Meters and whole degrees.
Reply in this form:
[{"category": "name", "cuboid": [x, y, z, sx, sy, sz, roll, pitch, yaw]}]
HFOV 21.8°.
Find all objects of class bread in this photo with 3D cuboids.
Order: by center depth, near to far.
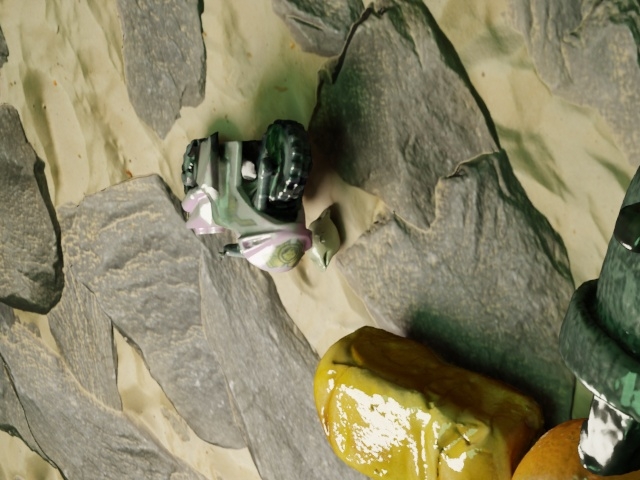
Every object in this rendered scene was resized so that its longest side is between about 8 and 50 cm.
[{"category": "bread", "cuboid": [0.130, 0.226, 1.987, 0.294, 0.132, 0.167, 26, 129, 38]}]

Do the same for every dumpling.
[{"category": "dumpling", "cuboid": [-0.001, 0.001, 2.131, 0.059, 0.043, 0.077, -1, 107, 69]}]

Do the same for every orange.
[{"category": "orange", "cuboid": [0.308, 0.301, 1.804, 0.224, 0.170, 0.224, 20, 119, 42]}]

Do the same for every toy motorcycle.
[{"category": "toy motorcycle", "cuboid": [-0.099, -0.050, 2.132, 0.327, 0.143, 0.188, -5, 88, 60]}]

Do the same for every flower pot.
[{"category": "flower pot", "cuboid": [0.374, 0.092, 1.567, 0.299, 0.299, 0.283, 34, 119, 34]}]
